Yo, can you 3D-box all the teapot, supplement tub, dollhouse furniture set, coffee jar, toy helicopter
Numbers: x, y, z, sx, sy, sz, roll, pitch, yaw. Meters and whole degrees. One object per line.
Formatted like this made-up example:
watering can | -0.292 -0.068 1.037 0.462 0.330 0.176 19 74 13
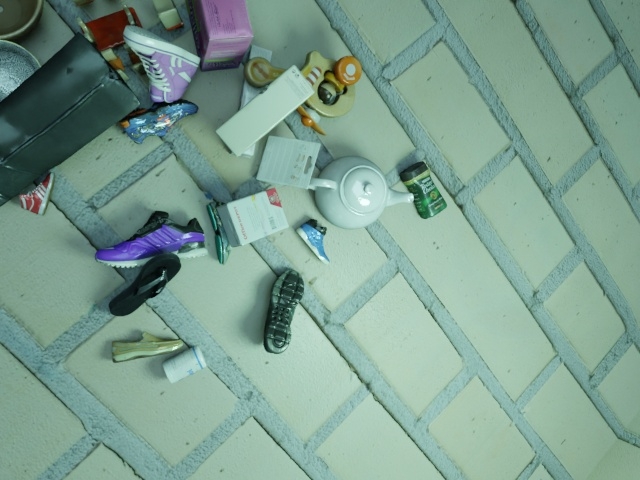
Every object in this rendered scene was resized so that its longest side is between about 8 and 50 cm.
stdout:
teapot | 0.108 -0.152 1.404 0.256 0.187 0.252 -39 102 -13
supplement tub | -0.390 0.356 1.306 0.107 0.071 0.071 -25 99 -16
dollhouse furniture set | -0.514 -0.592 1.236 0.259 0.135 0.262 -23 98 -6
coffee jar | 0.348 -0.172 1.541 0.096 0.079 0.184 -33 101 -15
toy helicopter | -0.058 -0.453 1.359 0.355 0.140 0.234 5 100 -26

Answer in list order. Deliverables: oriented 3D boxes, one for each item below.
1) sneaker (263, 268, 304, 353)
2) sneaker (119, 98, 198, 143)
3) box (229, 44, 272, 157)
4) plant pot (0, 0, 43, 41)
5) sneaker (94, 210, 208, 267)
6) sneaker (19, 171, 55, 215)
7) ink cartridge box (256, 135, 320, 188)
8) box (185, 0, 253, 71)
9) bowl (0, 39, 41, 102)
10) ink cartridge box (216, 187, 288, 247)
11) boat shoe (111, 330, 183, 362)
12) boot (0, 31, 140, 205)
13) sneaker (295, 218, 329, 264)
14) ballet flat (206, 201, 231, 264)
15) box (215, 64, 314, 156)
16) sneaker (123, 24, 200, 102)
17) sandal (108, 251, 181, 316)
sneaker | -0.126 0.215 1.384 0.101 0.106 0.267 22 64 -13
sneaker | -0.447 -0.339 1.276 0.221 0.083 0.087 -27 133 -24
box | -0.208 -0.410 1.355 0.067 0.063 0.323 10 88 -20
plant pot | -0.814 -0.597 1.122 0.238 0.110 0.237 -1 92 -19
sneaker | -0.470 -0.008 1.260 0.294 0.102 0.146 -8 94 -26
sneaker | -0.745 -0.131 1.190 0.067 0.042 0.118 18 88 -21
ink cartridge box | -0.091 -0.232 1.356 0.179 0.045 0.145 14 85 21
box | -0.281 -0.609 1.232 0.117 0.243 0.213 -13 96 -18
bowl | -0.785 -0.411 1.143 0.170 0.080 0.170 -7 109 -20
ink cartridge box | -0.198 -0.068 1.332 0.175 0.072 0.127 -24 99 -38
boat shoe | -0.488 0.291 1.277 0.190 0.068 0.072 -7 82 -18
boot | -0.714 -0.335 1.060 0.445 0.146 0.367 -36 133 0
sneaker | 0.000 0.000 1.437 0.085 0.058 0.152 -40 96 -5
ballet flat | -0.284 -0.025 1.339 0.070 0.070 0.188 -12 97 -18
box | -0.151 -0.352 1.244 0.275 0.113 0.094 -39 105 3
sneaker | -0.416 -0.437 1.171 0.102 0.282 0.161 31 103 10
sandal | -0.465 0.130 1.231 0.254 0.054 0.097 -43 147 14
